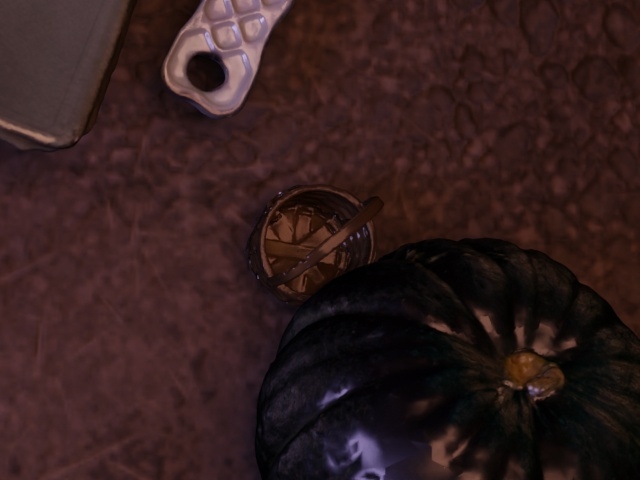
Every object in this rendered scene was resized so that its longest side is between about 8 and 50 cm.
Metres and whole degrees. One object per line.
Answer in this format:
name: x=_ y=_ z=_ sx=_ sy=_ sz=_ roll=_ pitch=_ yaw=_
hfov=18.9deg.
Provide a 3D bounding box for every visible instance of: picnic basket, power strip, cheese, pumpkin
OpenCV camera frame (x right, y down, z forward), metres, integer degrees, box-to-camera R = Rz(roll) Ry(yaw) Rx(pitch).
picnic basket: x=0.000 y=0.000 z=1.017 sx=0.072 sy=0.083 sz=0.072 roll=2 pitch=83 yaw=-17
power strip: x=-0.189 y=-0.150 z=0.990 sx=0.198 sy=0.064 sz=0.213 roll=23 pitch=63 yaw=-11
cheese: x=0.004 y=-0.180 z=1.051 sx=0.163 sy=0.071 sz=0.249 roll=9 pitch=80 yaw=-16
pumpkin: x=0.074 y=0.103 z=0.975 sx=0.220 sy=0.162 sz=0.220 roll=15 pitch=48 yaw=-18
